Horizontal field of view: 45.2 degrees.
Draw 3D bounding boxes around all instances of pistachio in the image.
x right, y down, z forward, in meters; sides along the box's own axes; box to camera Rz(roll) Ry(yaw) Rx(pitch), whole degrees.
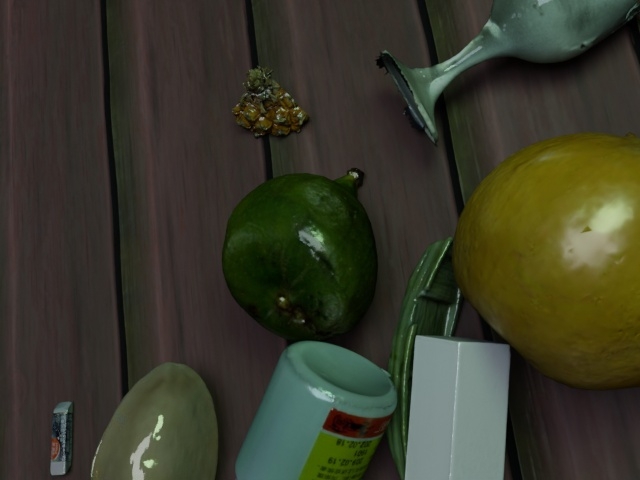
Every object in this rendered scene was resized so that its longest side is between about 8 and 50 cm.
[{"bbox_3d":[-0.205,0.266,0.962,0.152,0.126,0.223,8,71,-12],"label":"pistachio"}]

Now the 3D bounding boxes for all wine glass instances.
[{"bbox_3d":[0.232,-0.251,0.932,0.321,0.143,0.143,-33,67,8],"label":"wine glass"}]

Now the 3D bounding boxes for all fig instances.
[{"bbox_3d":[0.000,0.000,0.954,0.203,0.235,0.203,16,125,24],"label":"fig"}]

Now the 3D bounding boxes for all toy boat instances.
[{"bbox_3d":[0.118,0.141,0.891,0.055,0.093,0.293,4,80,39],"label":"toy boat"}]

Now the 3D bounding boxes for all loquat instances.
[{"bbox_3d":[0.276,0.010,0.771,0.275,0.275,0.274,-5,74,19],"label":"loquat"}]

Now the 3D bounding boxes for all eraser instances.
[{"bbox_3d":[-0.360,0.275,1.070,0.027,0.019,0.099,-8,74,18],"label":"eraser"},{"bbox_3d":[0.141,0.254,0.819,0.076,0.078,0.298,-2,83,59],"label":"eraser"}]

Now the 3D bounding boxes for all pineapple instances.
[{"bbox_3d":[-0.072,-0.200,1.053,0.114,0.114,0.077,10,61,18],"label":"pineapple"}]

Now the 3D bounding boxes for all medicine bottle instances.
[{"bbox_3d":[-0.016,0.236,0.861,0.139,0.139,0.225,30,107,24],"label":"medicine bottle"}]
